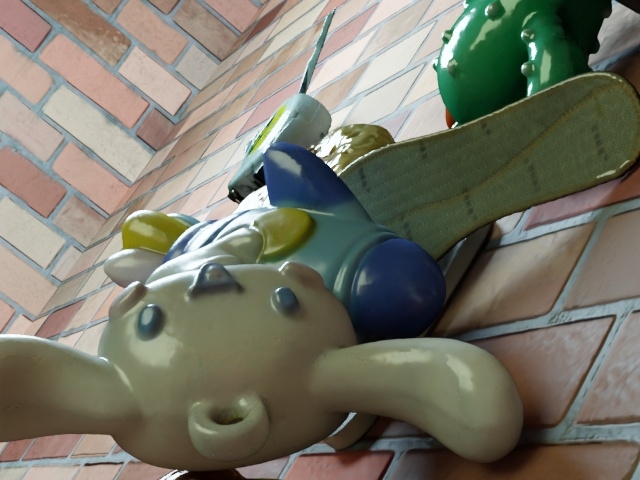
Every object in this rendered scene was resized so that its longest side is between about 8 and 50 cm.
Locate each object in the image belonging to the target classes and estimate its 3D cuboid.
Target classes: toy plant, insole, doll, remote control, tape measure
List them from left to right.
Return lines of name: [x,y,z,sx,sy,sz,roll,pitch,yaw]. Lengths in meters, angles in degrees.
doll: [-0.048,0.047,0.977,0.365,0.376,0.187,-74,1,-66]
tape measure: [-0.010,-0.192,1.821,0.330,0.084,0.164,-59,19,-23]
remote control: [0.071,0.069,1.101,0.245,0.022,0.077,-56,15,-18]
insole: [0.102,-0.038,1.051,0.348,0.119,0.009,-24,-13,32]
toy plant: [0.213,-0.219,1.087,0.400,0.185,0.279,-51,42,28]

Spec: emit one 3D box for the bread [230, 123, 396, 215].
bread: [0.000,0.000,1.265,0.244,0.134,0.244,-44,14,15]

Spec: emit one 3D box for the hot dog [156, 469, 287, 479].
hot dog: [-0.099,0.258,0.896,0.150,0.153,0.256,-35,22,47]
